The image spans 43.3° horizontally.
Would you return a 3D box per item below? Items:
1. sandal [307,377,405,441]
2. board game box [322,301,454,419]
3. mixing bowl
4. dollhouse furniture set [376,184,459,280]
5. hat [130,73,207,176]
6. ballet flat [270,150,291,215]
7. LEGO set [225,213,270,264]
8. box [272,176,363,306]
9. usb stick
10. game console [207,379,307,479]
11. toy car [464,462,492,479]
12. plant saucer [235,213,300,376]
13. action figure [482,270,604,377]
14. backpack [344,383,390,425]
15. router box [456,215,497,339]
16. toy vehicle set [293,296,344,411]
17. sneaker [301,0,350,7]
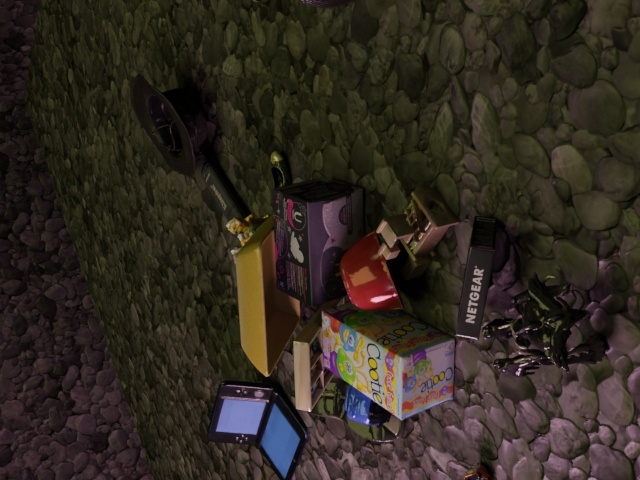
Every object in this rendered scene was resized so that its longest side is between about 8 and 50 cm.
[{"bbox_3d":[0.078,0.380,1.902,0.302,0.086,0.120,14,94,39],"label":"sandal"},{"bbox_3d":[0.138,0.238,1.702,0.275,0.144,0.142,25,122,52],"label":"board game box"},{"bbox_3d":[0.098,0.074,1.662,0.181,0.098,0.182,-19,-90,-84],"label":"mixing bowl"},{"bbox_3d":[0.147,-0.004,1.577,0.101,0.160,0.182,59,144,26],"label":"dollhouse furniture set"},{"bbox_3d":[-0.419,-0.358,2.381,0.331,0.134,0.331,44,153,29],"label":"hat"},{"bbox_3d":[-0.104,-0.139,2.037,0.057,0.049,0.173,7,107,56],"label":"ballet flat"},{"bbox_3d":[-0.164,0.008,2.112,0.107,0.132,0.287,63,169,12],"label":"LEGO set"},{"bbox_3d":[0.000,0.000,1.814,0.142,0.163,0.247,24,122,49],"label":"box"},{"bbox_3d":[-0.270,-0.118,2.317,0.278,0.045,0.077,56,144,31],"label":"usb stick"},{"bbox_3d":[-0.190,0.564,2.342,0.173,0.250,0.293,-97,18,-47],"label":"game console"},{"bbox_3d":[0.296,0.484,1.631,0.122,0.060,0.041,-51,26,45],"label":"toy car"},{"bbox_3d":[-0.127,0.105,1.936,0.080,0.333,0.333,3,110,12],"label":"plant saucer"},{"bbox_3d":[0.367,0.138,1.305,0.276,0.140,0.164,120,132,-69],"label":"action figure"},{"bbox_3d":[0.101,0.355,1.763,0.101,0.120,0.098,5,89,26],"label":"backpack"},{"bbox_3d":[0.277,0.065,1.430,0.046,0.133,0.179,9,117,10],"label":"router box"},{"bbox_3d":[0.002,0.248,1.841,0.035,0.267,0.166,5,111,18],"label":"toy vehicle set"},{"bbox_3d":[0.053,-0.585,1.574,0.330,0.122,0.146,143,128,-58],"label":"sneaker"}]
